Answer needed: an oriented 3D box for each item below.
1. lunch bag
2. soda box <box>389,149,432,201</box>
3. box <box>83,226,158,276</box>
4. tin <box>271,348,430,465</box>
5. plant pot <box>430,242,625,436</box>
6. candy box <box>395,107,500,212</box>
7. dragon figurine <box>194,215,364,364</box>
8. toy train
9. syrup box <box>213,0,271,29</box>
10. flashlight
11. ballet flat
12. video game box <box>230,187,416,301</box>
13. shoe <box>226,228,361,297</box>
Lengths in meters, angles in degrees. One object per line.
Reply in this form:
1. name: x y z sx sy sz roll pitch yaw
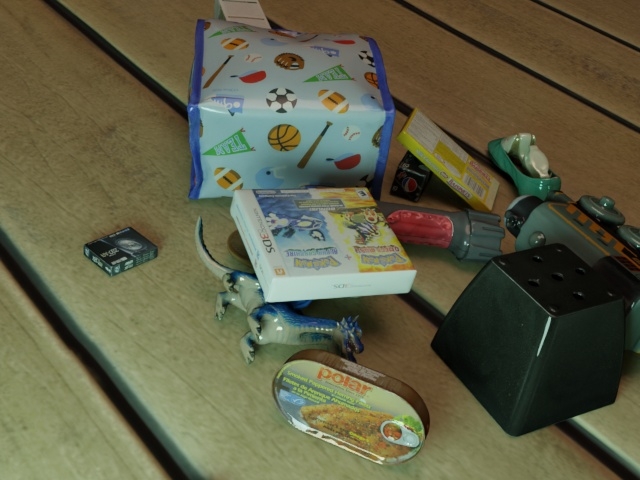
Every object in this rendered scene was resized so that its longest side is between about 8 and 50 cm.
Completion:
1. lunch bag: -0.061 -0.241 1.523 0.327 0.239 0.385 2 42 -9
2. soda box: 0.176 -0.137 1.585 0.053 0.060 0.169 22 36 9
3. box: -0.286 0.015 1.278 0.067 0.018 0.083 33 40 31
4. tin: 0.035 0.191 1.032 0.189 0.106 0.040 21 35 14
5. plant pot: 0.284 0.111 1.162 0.187 0.167 0.188 -10 38 -28
6. candy box: 0.223 -0.136 1.546 0.206 0.027 0.105 41 33 -7
7. dragon figurine: -0.059 0.076 1.188 0.144 0.085 0.289 -13 45 -33
8. toy train: 0.409 0.037 1.298 0.190 0.142 0.334 6 31 -35
9. syrup box: -0.168 -0.448 1.914 0.096 0.093 0.237 0 35 -15
10. flashlight: 0.129 -0.015 1.370 0.304 0.103 0.103 9 -7 -9
11. ballet flat: 0.378 -0.146 1.630 0.083 0.087 0.247 1 35 -13
12. video game box: 0.000 0.000 1.198 0.205 0.048 0.187 -3 43 -23
13. shoe: -0.033 0.036 1.292 0.219 0.058 0.077 15 54 13
